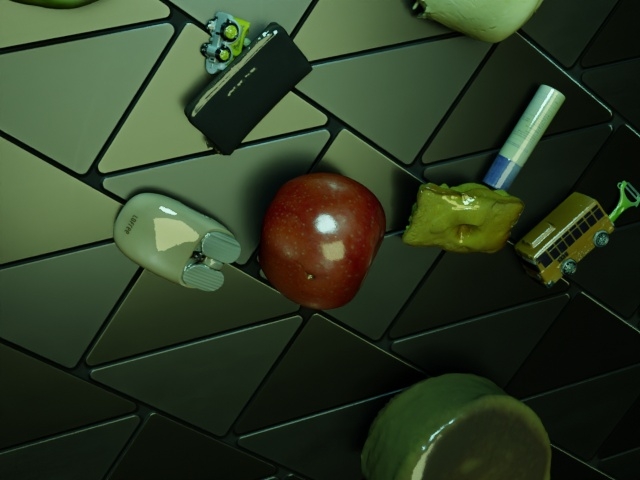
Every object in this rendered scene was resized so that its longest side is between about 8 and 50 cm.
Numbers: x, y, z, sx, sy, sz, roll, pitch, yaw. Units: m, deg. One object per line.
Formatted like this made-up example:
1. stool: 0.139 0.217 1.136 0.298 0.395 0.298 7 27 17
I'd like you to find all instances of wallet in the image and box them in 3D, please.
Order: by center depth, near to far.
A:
1. wallet: -0.132 -0.269 1.321 0.250 0.044 0.149 -44 145 1

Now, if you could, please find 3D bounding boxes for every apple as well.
1. apple: 0.000 0.000 1.362 0.217 0.260 0.260 22 102 4

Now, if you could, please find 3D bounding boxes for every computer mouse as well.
1. computer mouse: -0.273 0.004 1.382 0.237 0.082 0.145 30 97 -21

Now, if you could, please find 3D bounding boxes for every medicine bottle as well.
1. medicine bottle: 0.420 -0.209 1.510 0.059 0.059 0.230 27 99 -21

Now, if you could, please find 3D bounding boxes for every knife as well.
1. knife: 0.653 -0.055 1.643 0.078 0.022 0.166 40 93 -17

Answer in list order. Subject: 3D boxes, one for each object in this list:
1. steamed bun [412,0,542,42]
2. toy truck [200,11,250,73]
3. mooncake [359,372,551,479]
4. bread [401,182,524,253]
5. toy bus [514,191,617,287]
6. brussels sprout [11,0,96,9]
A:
1. steamed bun: 0.308 -0.504 1.327 0.232 0.166 0.272 25 99 -22
2. toy truck: -0.164 -0.347 1.308 0.077 0.076 0.111 4 108 -37
3. mooncake: 0.303 0.494 1.604 0.393 0.246 0.393 -30 113 -13
4. bread: 0.289 -0.051 1.496 0.233 0.088 0.160 10 137 -11
5. toy bus: 0.526 -0.003 1.584 0.201 0.098 0.114 -42 112 0
6. brussels sprout: -0.421 -0.513 1.093 0.328 0.247 0.327 -14 126 -20
